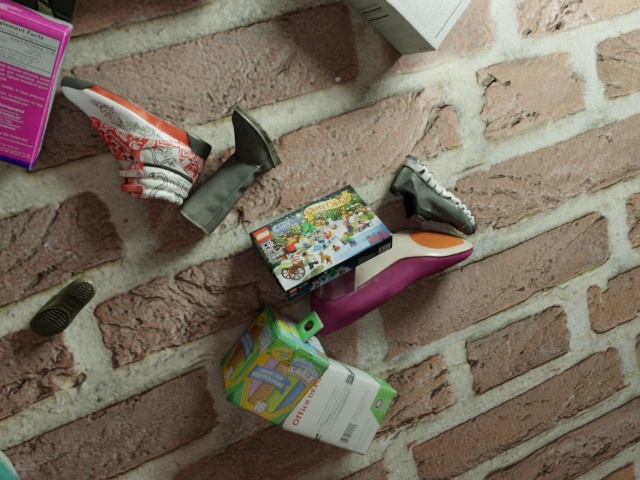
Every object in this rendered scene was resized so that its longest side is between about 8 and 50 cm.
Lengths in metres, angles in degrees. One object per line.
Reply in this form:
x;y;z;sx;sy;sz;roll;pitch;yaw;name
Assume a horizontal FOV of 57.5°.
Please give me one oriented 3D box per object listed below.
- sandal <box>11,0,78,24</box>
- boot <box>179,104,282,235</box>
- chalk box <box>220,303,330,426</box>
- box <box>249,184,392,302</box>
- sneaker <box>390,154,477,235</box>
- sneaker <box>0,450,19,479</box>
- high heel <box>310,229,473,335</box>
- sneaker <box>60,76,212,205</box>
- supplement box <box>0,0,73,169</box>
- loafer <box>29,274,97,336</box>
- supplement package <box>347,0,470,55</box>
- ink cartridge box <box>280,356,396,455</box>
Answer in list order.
-0.415;-0.476;0.911;0.120;0.086;0.303;15;111;-29;sandal
-0.176;-0.121;1.055;0.208;0.076;0.190;-39;146;-6;boot
-0.079;0.227;1.148;0.132;0.132;0.213;35;98;-24;chalk box
0.000;0.000;1.135;0.233;0.159;0.044;-27;145;-14;box
0.236;-0.072;1.256;0.234;0.078;0.106;41;89;-20;sneaker
-0.638;0.383;0.990;0.108;0.121;0.302;-38;113;-9;sneaker
0.153;0.086;1.253;0.377;0.127;0.181;-7;120;-17;high heel
-0.334;-0.159;1.004;0.270;0.090;0.145;26;89;-27;sneaker
-0.467;-0.241;0.897;0.113;0.111;0.220;17;108;-24;supplement box
-0.453;0.116;1.043;0.148;0.050;0.056;-37;110;7;loafer
0.140;-0.484;1.091;0.244;0.134;0.139;37;87;-24;supplement package
0.027;0.345;1.256;0.219;0.092;0.160;27;91;-24;ink cartridge box
